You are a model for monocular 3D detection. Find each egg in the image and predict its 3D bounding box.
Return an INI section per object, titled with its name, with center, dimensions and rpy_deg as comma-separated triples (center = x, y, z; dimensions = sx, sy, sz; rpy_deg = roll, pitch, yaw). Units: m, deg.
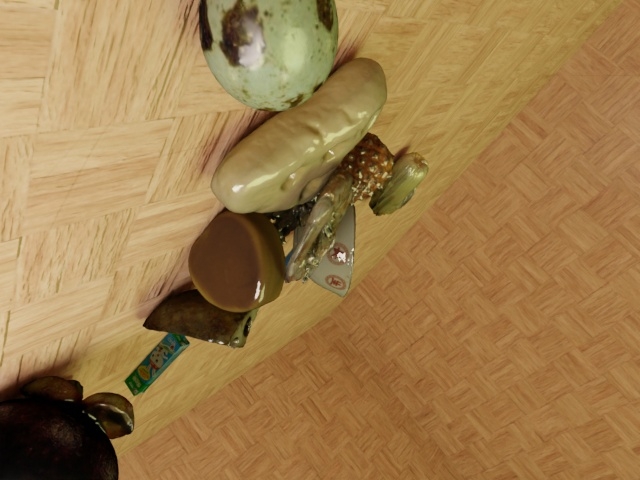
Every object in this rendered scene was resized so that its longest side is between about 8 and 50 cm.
[egg]
center = -0.061, -0.260, 0.576
dimensions = 0.169, 0.169, 0.231
rpy_deg = -35, 156, -22

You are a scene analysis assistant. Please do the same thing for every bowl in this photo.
[bowl]
center = 0.000, 0.000, 1.458
dimensions = 0.157, 0.337, 0.337
rpy_deg = 3, 155, -8

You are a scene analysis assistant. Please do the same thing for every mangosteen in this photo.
[mangosteen]
center = -0.610, 0.494, 1.057
dimensions = 0.382, 0.382, 0.435
rpy_deg = -49, -179, 28

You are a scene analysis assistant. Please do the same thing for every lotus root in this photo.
[lotus root]
center = -0.300, 0.183, 1.230
dimensions = 0.210, 0.314, 0.142
rpy_deg = 33, 65, -60

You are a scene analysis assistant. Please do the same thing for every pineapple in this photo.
[pineapple]
center = 0.013, -0.127, 1.199
dimensions = 0.361, 0.175, 0.175
rpy_deg = -39, 166, -12

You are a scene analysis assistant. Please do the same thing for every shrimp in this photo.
[shrimp]
center = -0.016, -0.003, 1.066
dimensions = 0.247, 0.085, 0.360
rpy_deg = -57, 173, -42

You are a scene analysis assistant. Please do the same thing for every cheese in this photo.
[cheese]
center = -0.044, -0.185, 0.919
dimensions = 0.328, 0.130, 0.351
rpy_deg = -28, 163, -50

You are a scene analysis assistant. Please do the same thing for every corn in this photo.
[corn]
center = 0.282, -0.200, 1.783
dimensions = 0.123, 0.122, 0.305
rpy_deg = -30, 165, -34

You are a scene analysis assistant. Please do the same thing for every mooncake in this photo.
[mooncake]
center = -0.179, 0.053, 1.108
dimensions = 0.235, 0.235, 0.117
rpy_deg = -47, 164, 23

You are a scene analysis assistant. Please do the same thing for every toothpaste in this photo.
[toothpaste]
center = -0.525, 0.394, 1.557
dimensions = 0.267, 0.065, 0.050
rpy_deg = -45, 166, 18

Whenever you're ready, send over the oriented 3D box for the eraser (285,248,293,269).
[eraser]
center = -0.032, 0.048, 1.868
dimensions = 0.144, 0.043, 0.312
rpy_deg = -50, 164, 31
